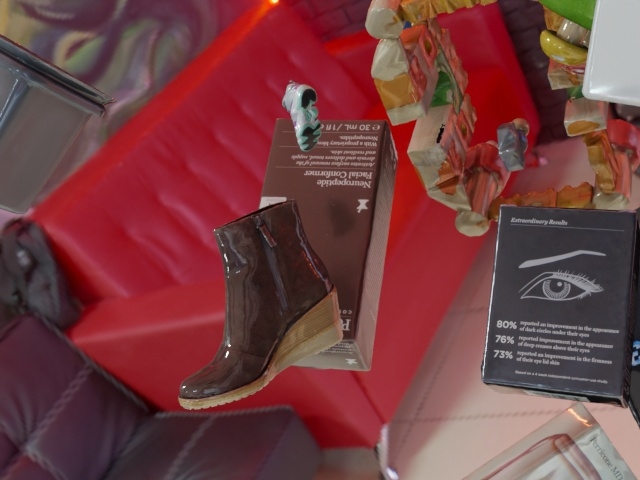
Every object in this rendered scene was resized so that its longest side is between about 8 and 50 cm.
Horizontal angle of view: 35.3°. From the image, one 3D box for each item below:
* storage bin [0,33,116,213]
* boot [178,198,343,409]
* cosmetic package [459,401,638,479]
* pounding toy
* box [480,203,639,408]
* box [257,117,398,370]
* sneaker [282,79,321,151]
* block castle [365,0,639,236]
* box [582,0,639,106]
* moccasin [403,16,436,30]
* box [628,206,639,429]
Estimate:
[{"bbox_3d":[-0.204,-0.079,0.613,0.135,0.098,0.091,31,93,29],"label":"storage bin"},{"bbox_3d":[-0.102,0.080,1.289,0.248,0.207,0.090,-26,13,-20],"label":"boot"},{"bbox_3d":[0.280,0.368,1.358,0.296,0.153,0.129,-37,1,5],"label":"cosmetic package"},{"bbox_3d":[0.283,-0.207,1.001,0.237,0.183,0.110,51,124,48],"label":"pounding toy"},{"bbox_3d":[0.272,0.072,1.123,0.153,0.108,0.207,5,77,21],"label":"box"},{"bbox_3d":[0.000,0.000,1.571,0.191,0.143,0.381,2,65,14],"label":"box"},{"bbox_3d":[-0.031,-0.180,1.423,0.038,0.098,0.069,-15,32,-28],"label":"sneaker"},{"bbox_3d":[0.272,-0.238,1.463,0.303,0.453,0.213,-9,39,27],"label":"block castle"},{"bbox_3d":[0.303,-0.263,0.667,0.168,0.345,0.215,14,20,23],"label":"box"},{"bbox_3d":[0.158,-0.485,1.785,0.117,0.138,0.342,-30,37,66],"label":"moccasin"},{"bbox_3d":[0.494,0.078,1.267,0.295,0.293,0.073,-29,-20,29],"label":"box"}]
